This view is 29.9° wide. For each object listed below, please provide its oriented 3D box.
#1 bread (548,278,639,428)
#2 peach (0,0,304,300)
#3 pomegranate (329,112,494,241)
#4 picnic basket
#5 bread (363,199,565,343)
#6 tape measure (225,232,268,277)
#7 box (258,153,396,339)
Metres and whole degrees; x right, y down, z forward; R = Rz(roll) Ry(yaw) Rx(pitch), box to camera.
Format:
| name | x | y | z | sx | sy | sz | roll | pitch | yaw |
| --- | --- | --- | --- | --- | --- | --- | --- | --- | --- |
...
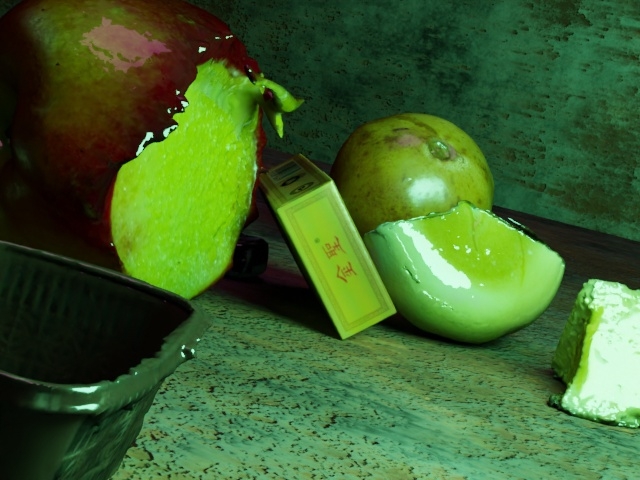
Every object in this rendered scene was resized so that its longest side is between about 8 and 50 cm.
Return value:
| name | x | y | z | sx | sy | sz | roll | pitch | yaw |
| --- | --- | --- | --- | --- | --- | --- | --- | --- | --- |
| bread | 0.318 | 0.157 | 1.304 | 0.140 | 0.169 | 0.160 | 12 | 49 | 4 |
| peach | -0.228 | -0.104 | 1.268 | 0.310 | 0.335 | 0.406 | 22 | 13 | 18 |
| pomegranate | 0.138 | -0.070 | 1.848 | 0.264 | 0.264 | 0.264 | 12 | 9 | -2 |
| picnic basket | -0.200 | 0.094 | 0.739 | 0.222 | 0.129 | 0.297 | 15 | 10 | 7 |
| bread | 0.160 | 0.050 | 1.466 | 0.260 | 0.156 | 0.158 | 28 | -26 | -13 |
| tape measure | -0.116 | 0.018 | 1.583 | 0.094 | 0.054 | 0.091 | 4 | 12 | -11 |
| box | 0.000 | 0.000 | 1.456 | 0.076 | 0.174 | 0.274 | -29 | 13 | -3 |
